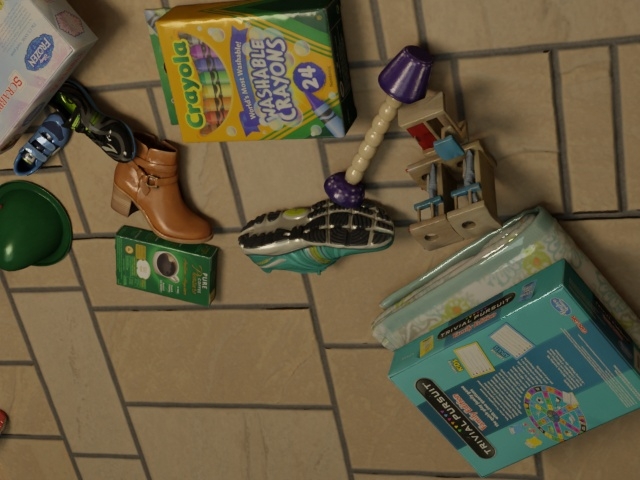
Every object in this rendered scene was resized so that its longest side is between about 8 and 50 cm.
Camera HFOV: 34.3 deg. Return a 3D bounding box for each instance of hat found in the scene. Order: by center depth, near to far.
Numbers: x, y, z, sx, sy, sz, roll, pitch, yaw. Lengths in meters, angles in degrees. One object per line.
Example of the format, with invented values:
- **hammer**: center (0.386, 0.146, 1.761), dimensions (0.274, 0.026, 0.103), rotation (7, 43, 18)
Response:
- **hat**: center (-0.563, 0.024, 1.844), dimensions (0.173, 0.183, 0.208), rotation (20, 124, 5)

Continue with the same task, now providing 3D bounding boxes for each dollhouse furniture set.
- **dollhouse furniture set**: center (0.168, -0.097, 1.533), dimensions (0.129, 0.129, 0.183), rotation (-20, 139, 27)

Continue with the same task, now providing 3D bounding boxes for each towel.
- **towel**: center (0.310, 0.151, 1.706), dimensions (0.374, 0.090, 0.320), rotation (-35, 108, 31)

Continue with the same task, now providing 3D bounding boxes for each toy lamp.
- **toy lamp**: center (0.090, -0.175, 1.585), dimensions (0.080, 0.080, 0.275), rotation (30, 126, -1)

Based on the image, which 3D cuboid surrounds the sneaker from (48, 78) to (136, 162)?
- **sneaker**: center (-0.382, -0.189, 1.706), dimensions (0.188, 0.078, 0.067), rotation (42, 124, 6)

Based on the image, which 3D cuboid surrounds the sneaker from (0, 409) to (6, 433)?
- **sneaker**: center (-0.747, 0.433, 2.217), dimensions (0.225, 0.093, 0.088), rotation (-43, 81, 18)

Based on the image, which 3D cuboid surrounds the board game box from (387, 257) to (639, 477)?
- **board game box**: center (0.317, 0.210, 1.639), dimensions (0.336, 0.079, 0.254), rotation (-32, 109, 30)

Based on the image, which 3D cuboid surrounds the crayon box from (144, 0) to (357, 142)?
- **crayon box**: center (-0.120, -0.259, 1.596), dimensions (0.323, 0.083, 0.203), rotation (0, 120, 18)

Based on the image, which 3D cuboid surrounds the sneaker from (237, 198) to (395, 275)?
- **sneaker**: center (0.000, 0.000, 1.721), dimensions (0.275, 0.107, 0.110), rotation (-6, 137, 26)

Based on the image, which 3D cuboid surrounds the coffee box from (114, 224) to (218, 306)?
- **coffee box**: center (-0.275, 0.046, 1.853), dimensions (0.184, 0.040, 0.113), rotation (12, 123, 11)

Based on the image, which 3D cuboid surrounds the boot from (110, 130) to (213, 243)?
- **boot**: center (-0.257, -0.088, 1.751), dimensions (0.197, 0.073, 0.152), rotation (22, 120, 1)

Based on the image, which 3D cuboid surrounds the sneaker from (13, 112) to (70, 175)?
- **sneaker**: center (-0.480, -0.160, 1.783), dimensions (0.053, 0.059, 0.144), rotation (41, 122, -6)

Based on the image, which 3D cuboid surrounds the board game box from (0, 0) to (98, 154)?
- **board game box**: center (-0.546, -0.338, 1.643), dimensions (0.318, 0.066, 0.318), rotation (50, 130, -3)
